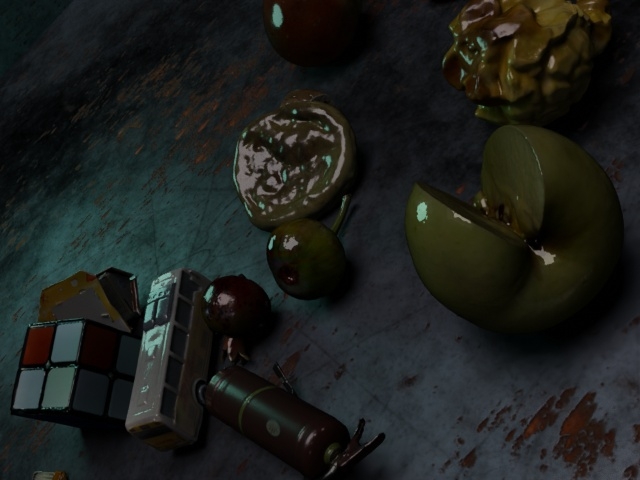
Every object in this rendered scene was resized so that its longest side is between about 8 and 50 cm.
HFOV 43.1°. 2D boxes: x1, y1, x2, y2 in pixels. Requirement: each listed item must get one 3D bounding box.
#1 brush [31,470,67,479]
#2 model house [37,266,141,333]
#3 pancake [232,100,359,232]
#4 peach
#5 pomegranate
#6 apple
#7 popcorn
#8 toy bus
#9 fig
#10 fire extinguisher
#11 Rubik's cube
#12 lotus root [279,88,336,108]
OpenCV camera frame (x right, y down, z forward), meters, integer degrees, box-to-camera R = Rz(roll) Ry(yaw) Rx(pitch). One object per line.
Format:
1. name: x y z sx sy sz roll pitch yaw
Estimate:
1. brush: -0.440 0.469 1.487 0.314 0.017 0.090 -9 53 34
2. model house: -0.484 0.157 1.732 0.219 0.207 0.136 -28 9 23
3. pancake: -0.058 -0.151 1.628 0.294 0.049 0.294 -7 74 27
4. peach: -0.023 -0.528 1.868 0.252 0.252 0.252 -23 43 23
5. pomegranate: -0.159 0.138 1.461 0.129 0.129 0.159 -6 52 36
6. apple: 0.262 -0.018 1.130 0.292 0.292 0.254 -41 16 3
7. popcorn: 0.355 -0.327 1.393 0.332 0.225 0.265 -35 47 -25
8. toy bus: -0.264 0.209 1.476 0.097 0.138 0.342 -23 45 26
9. fig: 0.000 0.000 1.469 0.149 0.149 0.245 -8 27 35
10. fire extinguisher: -0.043 0.278 1.252 0.341 0.105 0.141 15 67 49
11. Rubik's cube: -0.455 0.256 1.539 0.183 0.167 0.180 -6 67 34
12. lotus root: -0.029 -0.265 1.722 0.081 0.112 0.122 10 62 44
